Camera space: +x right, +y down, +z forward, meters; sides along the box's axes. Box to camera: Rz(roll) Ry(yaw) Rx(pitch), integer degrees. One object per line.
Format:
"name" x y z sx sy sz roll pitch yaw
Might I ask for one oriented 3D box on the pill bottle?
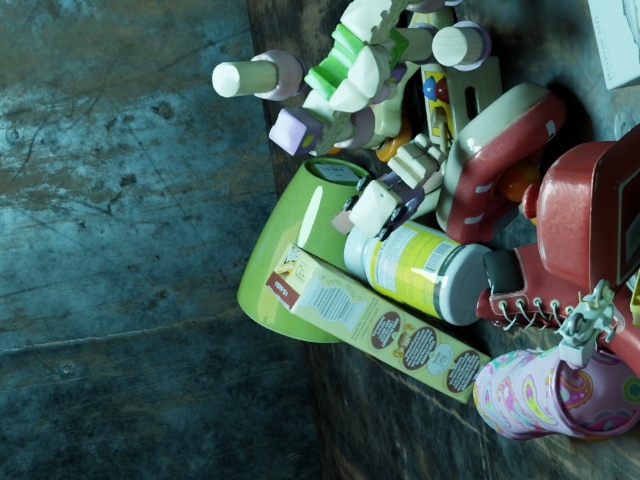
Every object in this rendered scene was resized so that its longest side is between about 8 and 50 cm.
"pill bottle" 0.141 0.036 1.655 0.208 0.119 0.119 22 127 42

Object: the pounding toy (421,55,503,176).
"pounding toy" 0.180 -0.167 1.525 0.130 0.100 0.141 -146 46 -74

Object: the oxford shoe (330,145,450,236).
"oxford shoe" 0.146 -0.043 1.824 0.146 0.140 0.397 50 165 -4

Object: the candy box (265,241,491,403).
"candy box" 0.086 0.123 1.758 0.087 0.316 0.183 -60 17 2

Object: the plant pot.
"plant pot" 0.000 0.000 2.207 0.275 0.275 0.293 -121 39 -58

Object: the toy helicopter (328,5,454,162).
"toy helicopter" 0.110 -0.277 1.760 0.355 0.140 0.235 143 130 -63

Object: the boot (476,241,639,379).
"boot" 0.261 0.091 1.182 0.088 0.176 0.244 80 171 -47

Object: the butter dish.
"butter dish" 0.254 -0.031 1.123 0.118 0.160 0.159 10 118 32

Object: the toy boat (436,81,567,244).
"toy boat" 0.236 -0.069 1.346 0.151 0.151 0.231 40 152 21

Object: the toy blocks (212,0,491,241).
"toy blocks" 0.089 -0.212 1.401 0.309 0.260 0.288 43 118 18

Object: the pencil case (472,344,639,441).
"pencil case" 0.274 0.176 1.358 0.284 0.124 0.124 137 121 -77

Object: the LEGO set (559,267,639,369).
"LEGO set" 0.354 0.117 0.987 0.287 0.132 0.107 27 151 39

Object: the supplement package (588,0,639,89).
"supplement package" 0.304 -0.195 0.924 0.179 0.105 0.105 153 105 -78
